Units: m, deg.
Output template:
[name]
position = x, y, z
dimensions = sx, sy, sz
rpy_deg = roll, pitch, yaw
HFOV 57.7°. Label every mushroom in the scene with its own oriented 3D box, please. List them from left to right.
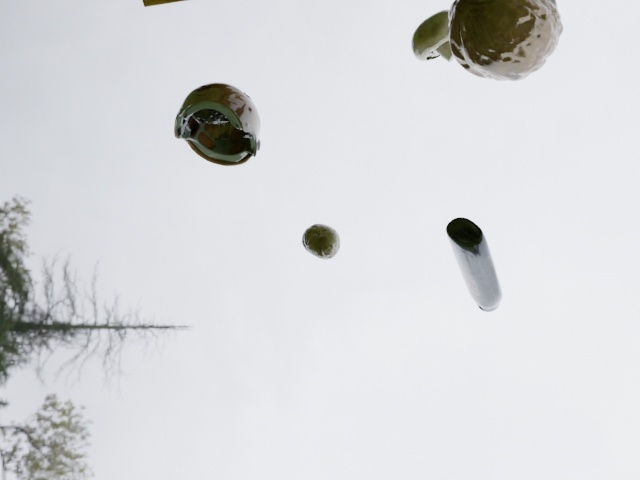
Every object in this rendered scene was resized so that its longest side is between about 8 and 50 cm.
[mushroom]
position = 0.314, -0.526, 1.519
dimensions = 0.154, 0.154, 0.123
rpy_deg = -34, -89, 38

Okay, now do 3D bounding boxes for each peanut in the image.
[peanut]
position = 0.000, 0.000, 1.575
dimensions = 0.214, 0.099, 0.100
rpy_deg = -157, -103, -83

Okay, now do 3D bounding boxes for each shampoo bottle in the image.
[shampoo bottle]
position = 0.276, 0.051, 1.023
dimensions = 0.049, 0.234, 0.087
rpy_deg = -38, -133, -4

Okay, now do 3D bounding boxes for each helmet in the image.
[helmet]
position = -0.221, -0.274, 1.314
dimensions = 0.224, 0.198, 0.130
rpy_deg = 102, 4, -69

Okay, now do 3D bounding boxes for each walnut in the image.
[walnut]
position = 0.336, -0.398, 1.084
dimensions = 0.213, 0.213, 0.214
rpy_deg = -11, -105, 46

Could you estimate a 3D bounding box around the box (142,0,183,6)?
[box]
position = -0.282, -0.732, 1.504
dimensions = 0.264, 0.116, 0.415
rpy_deg = -5, -145, 12
